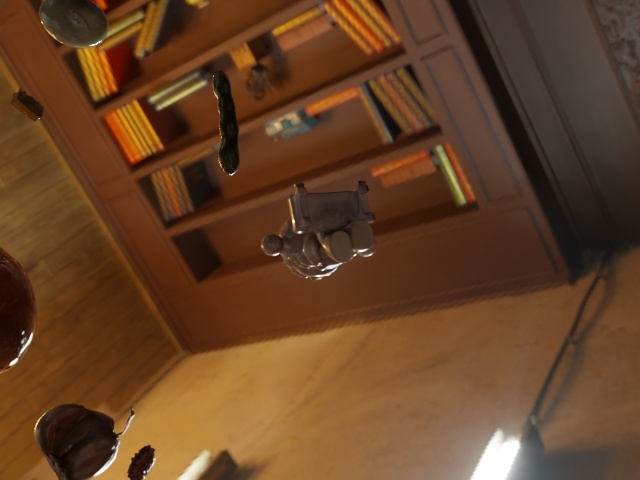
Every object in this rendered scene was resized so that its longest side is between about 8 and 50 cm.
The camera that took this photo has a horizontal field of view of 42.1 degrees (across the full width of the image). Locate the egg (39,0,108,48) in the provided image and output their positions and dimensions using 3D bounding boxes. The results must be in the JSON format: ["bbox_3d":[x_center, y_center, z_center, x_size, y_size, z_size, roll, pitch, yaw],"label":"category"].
[{"bbox_3d":[-0.547,-0.488,1.845,0.114,0.152,0.114,-162,-90,-82],"label":"egg"}]

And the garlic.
[{"bbox_3d":[-0.525,0.466,1.866,0.256,0.207,0.207,-18,-162,32],"label":"garlic"}]

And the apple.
[{"bbox_3d":[-0.595,0.104,1.339,0.251,0.271,0.206,-46,-141,37],"label":"apple"}]

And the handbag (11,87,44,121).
[{"bbox_3d":[-0.770,-0.356,2.191,0.027,0.083,0.061,-34,-140,21],"label":"handbag"}]

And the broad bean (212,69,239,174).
[{"bbox_3d":[-0.196,-0.251,1.718,0.052,0.256,0.052,12,150,-43],"label":"broad bean"}]

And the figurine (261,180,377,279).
[{"bbox_3d":[-0.007,-0.008,1.409,0.181,0.145,0.256,-26,173,-24],"label":"figurine"}]

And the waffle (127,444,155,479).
[{"bbox_3d":[-0.389,0.489,1.812,0.029,0.083,0.075,23,-169,22],"label":"waffle"}]
